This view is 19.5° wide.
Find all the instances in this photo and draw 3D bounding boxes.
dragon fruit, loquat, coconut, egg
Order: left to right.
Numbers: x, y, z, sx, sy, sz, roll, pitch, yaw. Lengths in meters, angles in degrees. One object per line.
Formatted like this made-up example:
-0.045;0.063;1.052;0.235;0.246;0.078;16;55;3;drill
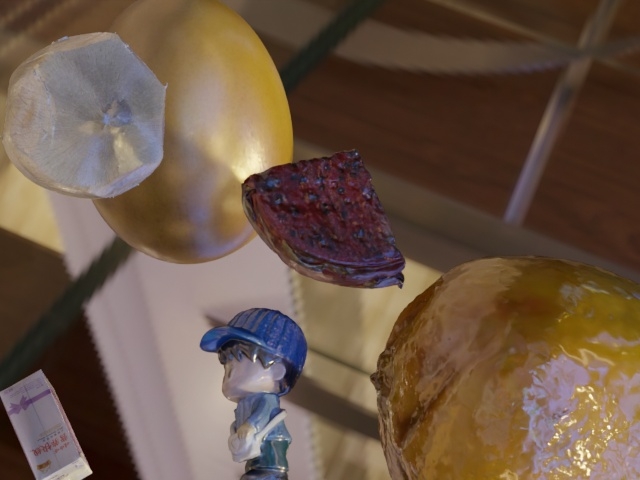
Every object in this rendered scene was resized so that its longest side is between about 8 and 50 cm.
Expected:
-0.223;-0.120;1.778;0.162;0.161;0.161;-10;-130;63;coconut
-0.159;-0.131;2.162;0.250;0.250;0.322;-38;124;-61;egg
0.001;0.002;1.681;0.161;0.127;0.120;94;-20;-71;dragon fruit
0.185;0.135;1.526;0.276;0.284;0.276;175;-90;-86;loquat

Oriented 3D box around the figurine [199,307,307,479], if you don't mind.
-0.048;0.126;1.478;0.086;0.087;0.149;113;-29;-70;figurine

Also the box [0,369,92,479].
-0.262;0.183;1.770;0.051;0.117;0.036;-28;143;-2;box
